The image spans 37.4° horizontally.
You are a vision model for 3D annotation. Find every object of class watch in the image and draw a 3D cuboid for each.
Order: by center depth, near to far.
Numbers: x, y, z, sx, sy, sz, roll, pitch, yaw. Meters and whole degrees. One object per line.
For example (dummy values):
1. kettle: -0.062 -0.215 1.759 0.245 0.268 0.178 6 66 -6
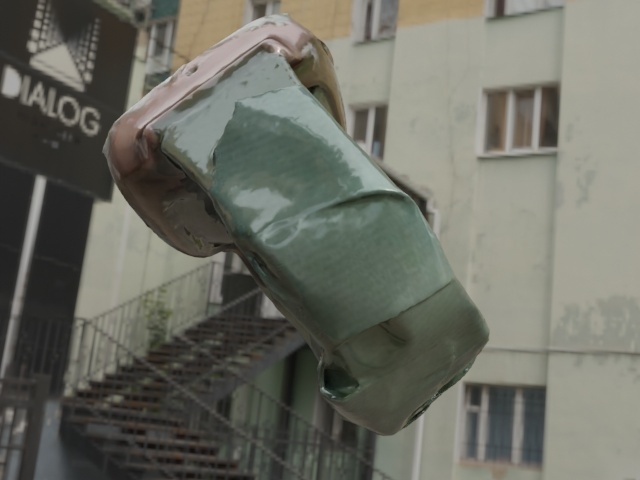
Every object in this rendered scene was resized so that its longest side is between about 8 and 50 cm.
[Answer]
1. watch: 0.000 0.000 0.586 0.241 0.161 0.253 50 -3 16
